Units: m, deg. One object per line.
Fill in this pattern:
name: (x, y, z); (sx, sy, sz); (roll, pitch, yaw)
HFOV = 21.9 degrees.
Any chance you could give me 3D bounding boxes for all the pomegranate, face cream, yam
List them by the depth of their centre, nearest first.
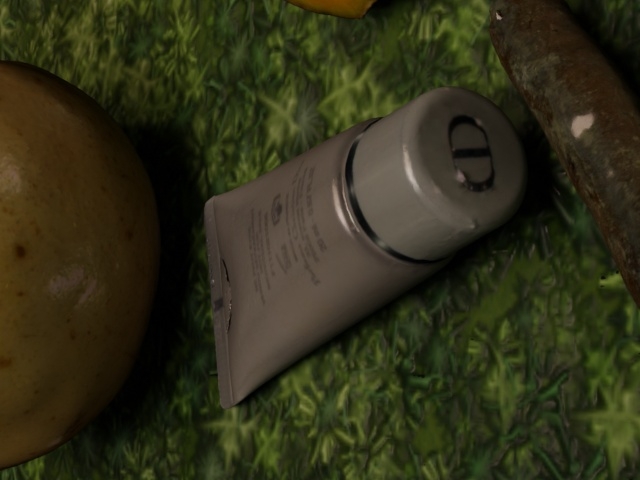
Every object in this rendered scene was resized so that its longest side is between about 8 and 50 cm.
yam: (0.155, -0.020, 0.797); (0.061, 0.061, 0.274); (-51, 48, 34)
face cream: (0.000, 0.000, 0.970); (0.314, 0.089, 0.143); (-29, 64, 55)
pomegranate: (-0.261, 0.002, 1.128); (0.319, 0.319, 0.319); (-9, 78, 50)

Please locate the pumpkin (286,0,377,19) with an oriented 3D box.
pumpkin: (0.027, -0.228, 0.971); (0.130, 0.149, 0.254); (-48, 25, -24)
